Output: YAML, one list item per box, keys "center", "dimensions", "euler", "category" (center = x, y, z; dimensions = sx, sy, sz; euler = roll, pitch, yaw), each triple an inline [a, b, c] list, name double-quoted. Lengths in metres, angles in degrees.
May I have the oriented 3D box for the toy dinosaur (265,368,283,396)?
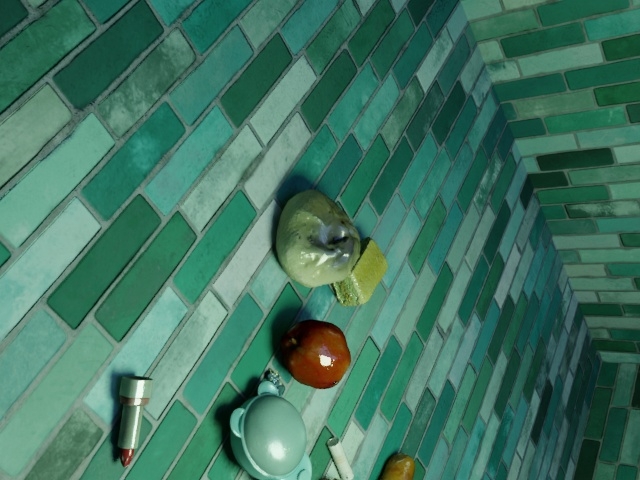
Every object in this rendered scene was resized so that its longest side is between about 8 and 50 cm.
- center: [-0.118, 0.379, 1.872]
  dimensions: [0.047, 0.030, 0.083]
  euler: [-34, 114, -45]
  category: "toy dinosaur"

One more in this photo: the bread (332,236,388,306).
- center: [0.114, 0.093, 2.126]
  dimensions: [0.196, 0.102, 0.138]
  euler: [-53, 130, -42]
  category: "bread"

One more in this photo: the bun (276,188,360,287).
- center: [0.003, -0.002, 1.943]
  dimensions: [0.273, 0.168, 0.273]
  euler: [10, 76, -44]
  category: "bun"

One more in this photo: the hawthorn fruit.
- center: [-0.020, 0.292, 1.880]
  dimensions: [0.202, 0.185, 0.185]
  euler: [39, 59, -43]
  category: "hawthorn fruit"

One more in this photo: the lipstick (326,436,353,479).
- center: [0.059, 0.640, 2.075]
  dimensions: [0.040, 0.040, 0.141]
  euler: [-44, 122, -43]
  category: "lipstick"

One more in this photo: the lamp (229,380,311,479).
- center: [-0.115, 0.511, 1.776]
  dimensions: [0.209, 0.147, 0.284]
  euler: [-38, 118, -49]
  category: "lamp"

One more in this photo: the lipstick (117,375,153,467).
- center: [-0.401, 0.382, 1.501]
  dimensions: [0.063, 0.057, 0.186]
  euler: [14, 82, -51]
  category: "lipstick"

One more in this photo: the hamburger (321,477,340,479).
- center: [0.030, 0.745, 1.999]
  dimensions: [0.138, 0.083, 0.147]
  euler: [44, 51, -42]
  category: "hamburger"

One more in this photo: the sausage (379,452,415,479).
- center: [0.215, 0.782, 2.217]
  dimensions: [0.270, 0.109, 0.109]
  euler: [-50, 125, -40]
  category: "sausage"
